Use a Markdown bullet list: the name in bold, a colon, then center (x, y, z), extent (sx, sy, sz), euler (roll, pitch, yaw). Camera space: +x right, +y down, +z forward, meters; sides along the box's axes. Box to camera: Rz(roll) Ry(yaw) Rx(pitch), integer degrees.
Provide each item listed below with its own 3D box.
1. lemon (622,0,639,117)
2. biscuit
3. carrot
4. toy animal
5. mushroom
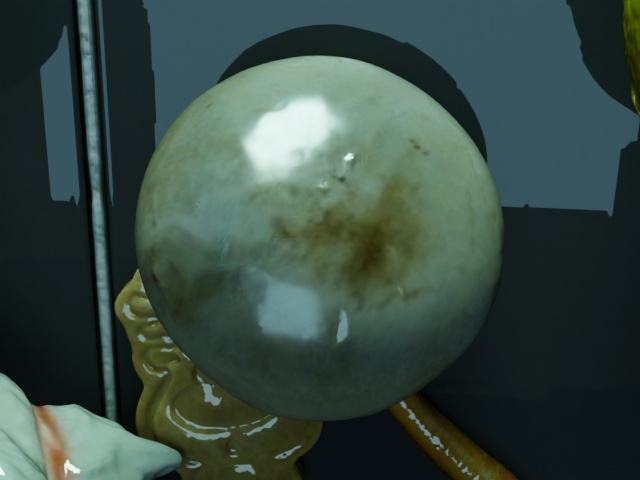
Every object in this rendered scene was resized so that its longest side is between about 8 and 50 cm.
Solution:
- **lemon**: center (0.290, -0.115, 0.499), extent (0.254, 0.228, 0.228), euler (5, 111, 2)
- **biscuit**: center (-0.071, 0.117, 0.722), extent (0.144, 0.040, 0.236), euler (-4, 108, 12)
- **carrot**: center (0.086, 0.143, 0.714), extent (0.037, 0.037, 0.190), euler (-42, 100, 18)
- **toy animal**: center (-0.270, 0.182, 0.718), extent (0.308, 0.188, 0.266), euler (-38, 85, 36)
- **mushroom**: center (0.000, 0.000, 0.593), extent (0.226, 0.226, 0.178), euler (20, 150, -2)
